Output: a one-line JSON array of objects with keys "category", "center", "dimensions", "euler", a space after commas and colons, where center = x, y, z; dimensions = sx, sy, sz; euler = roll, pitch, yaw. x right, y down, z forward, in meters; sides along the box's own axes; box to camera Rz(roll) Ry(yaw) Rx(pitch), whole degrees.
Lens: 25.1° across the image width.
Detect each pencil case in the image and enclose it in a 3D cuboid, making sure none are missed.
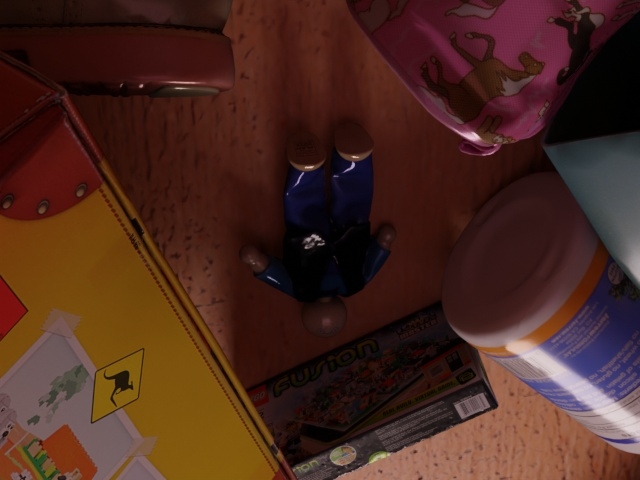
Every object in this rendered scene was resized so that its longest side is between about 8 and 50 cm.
[{"category": "pencil case", "center": [0.189, -0.233, 0.928], "dimensions": [0.386, 0.167, 0.160], "euler": [-44, 142, 20]}]

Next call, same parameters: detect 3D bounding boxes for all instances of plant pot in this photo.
[{"category": "plant pot", "center": [0.298, -0.041, 1.027], "dimensions": [0.165, 0.166, 0.234], "euler": [-6, 129, 38]}]

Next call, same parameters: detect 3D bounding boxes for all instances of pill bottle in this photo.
[{"category": "pill bottle", "center": [0.238, 0.076, 1.147], "dimensions": [0.272, 0.152, 0.152], "euler": [35, 112, -28]}]

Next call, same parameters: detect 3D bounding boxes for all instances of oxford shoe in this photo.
[{"category": "oxford shoe", "center": [-0.250, -0.176, 0.933], "dimensions": [0.397, 0.140, 0.147], "euler": [4, 92, -6]}]

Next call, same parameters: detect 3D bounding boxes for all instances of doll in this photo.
[{"category": "doll", "center": [0.000, 0.000, 1.118], "dimensions": [0.129, 0.046, 0.189], "euler": [-12, 132, -13]}]

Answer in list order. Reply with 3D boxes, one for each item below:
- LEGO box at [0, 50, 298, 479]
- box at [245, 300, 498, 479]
[{"category": "LEGO box", "center": [-0.249, 0.151, 0.898], "dimensions": [0.372, 0.193, 0.500], "euler": [-49, 148, -18]}, {"category": "box", "center": [0.033, 0.131, 1.172], "dimensions": [0.207, 0.114, 0.036], "euler": [-25, 124, 7]}]
